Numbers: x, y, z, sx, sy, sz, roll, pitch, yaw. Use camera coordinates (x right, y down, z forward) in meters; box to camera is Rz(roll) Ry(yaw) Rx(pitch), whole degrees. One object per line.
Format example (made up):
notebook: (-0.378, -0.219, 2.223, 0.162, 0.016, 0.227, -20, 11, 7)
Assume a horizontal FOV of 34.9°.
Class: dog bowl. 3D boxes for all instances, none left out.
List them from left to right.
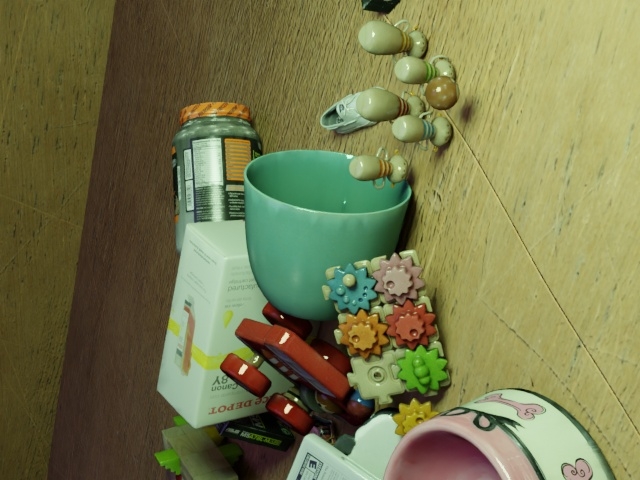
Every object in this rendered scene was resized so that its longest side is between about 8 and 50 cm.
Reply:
dog bowl: (0.236, 0.419, 1.446, 0.408, 0.150, 0.408, -2, 87, 57)

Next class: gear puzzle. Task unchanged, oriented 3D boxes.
gear puzzle: (0.116, 0.192, 1.671, 0.044, 0.175, 0.339, -49, -56, -70)

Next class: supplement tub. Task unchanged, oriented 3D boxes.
supplement tub: (-0.233, -0.131, 2.317, 0.207, 0.207, 0.338, -19, 73, 61)

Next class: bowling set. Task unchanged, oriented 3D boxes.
bowling set: (0.169, -0.217, 1.665, 0.200, 0.154, 0.287, 13, 100, 43)

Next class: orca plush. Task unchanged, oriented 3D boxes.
orca plush: (0.106, 0.410, 1.832, 0.151, 0.102, 0.287, 8, 112, 18)

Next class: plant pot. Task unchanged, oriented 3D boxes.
plant pot: (0.000, 0.000, 1.805, 0.293, 0.293, 0.235, -135, 46, -54)

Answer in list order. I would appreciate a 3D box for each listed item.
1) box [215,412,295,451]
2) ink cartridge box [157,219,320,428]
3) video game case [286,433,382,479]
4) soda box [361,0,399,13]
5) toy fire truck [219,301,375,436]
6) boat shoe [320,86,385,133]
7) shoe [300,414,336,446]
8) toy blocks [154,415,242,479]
box: (-0.167, 0.368, 2.206, 0.045, 0.184, 0.191, -55, 37, 12)
ink cartridge box: (-0.149, 0.161, 2.061, 0.160, 0.279, 0.385, 36, 122, 44)
video game case: (0.036, 0.553, 1.772, 0.300, 0.036, 0.329, 30, 107, 28)
soda box: (0.131, -0.469, 1.787, 0.169, 0.060, 0.053, -41, 53, 55)
toy fire truck: (-0.021, 0.247, 1.848, 0.169, 0.302, 0.254, -52, 24, -14)
boat shoe: (0.059, -0.246, 1.917, 0.184, 0.063, 0.066, -9, 81, 62)
shoe: (0.007, 0.409, 2.002, 0.178, 0.063, 0.081, -147, 57, -63)
toy blocks: (-0.287, 0.628, 2.478, 0.381, 0.190, 0.261, -146, 50, -59)
